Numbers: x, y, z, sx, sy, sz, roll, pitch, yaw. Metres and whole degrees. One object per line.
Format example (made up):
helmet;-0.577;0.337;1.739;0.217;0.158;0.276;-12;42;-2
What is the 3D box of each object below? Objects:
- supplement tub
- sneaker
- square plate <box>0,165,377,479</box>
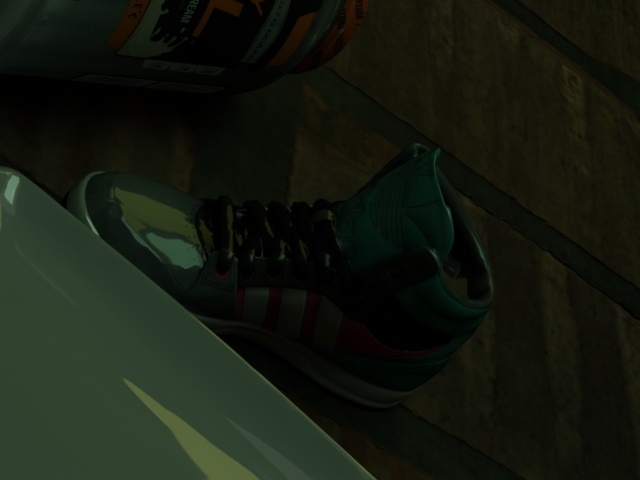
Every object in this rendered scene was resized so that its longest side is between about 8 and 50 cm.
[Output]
supplement tub;-0.118;-0.197;1.043;0.316;0.193;0.193;-2;58;-50
sneaker;0.000;0.000;0.993;0.296;0.178;0.123;25;40;-32
square plate;-0.152;0.083;0.755;0.347;0.049;0.344;39;20;20
